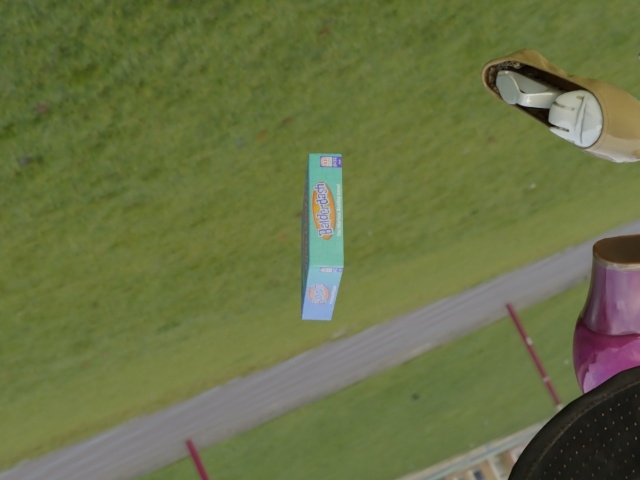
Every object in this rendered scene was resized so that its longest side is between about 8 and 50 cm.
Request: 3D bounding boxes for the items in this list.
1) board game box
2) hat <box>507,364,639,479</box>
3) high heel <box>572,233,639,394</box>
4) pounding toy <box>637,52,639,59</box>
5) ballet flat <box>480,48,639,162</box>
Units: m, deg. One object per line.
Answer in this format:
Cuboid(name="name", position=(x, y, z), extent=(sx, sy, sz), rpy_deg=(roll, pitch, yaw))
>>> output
Cuboid(name="board game box", position=(0.000, 0.000, 1.412), extent=(0.047, 0.160, 0.210), rpy_deg=(1, 157, -4))
Cuboid(name="hat", position=(0.257, 0.227, 0.585), extent=(0.331, 0.331, 0.134), rpy_deg=(-30, 140, 21))
Cuboid(name="high heel", position=(0.446, 0.081, 1.055), extent=(0.377, 0.181, 0.127), rpy_deg=(1, -150, 5))
Cuboid(name="pounding toy", position=(0.535, -0.251, 1.508), extent=(0.130, 0.141, 0.100), rpy_deg=(-51, -161, -17))
Cuboid(name="ballet flat", position=(0.249, -0.138, 1.088), extent=(0.073, 0.232, 0.080), rpy_deg=(-7, 118, -27))
